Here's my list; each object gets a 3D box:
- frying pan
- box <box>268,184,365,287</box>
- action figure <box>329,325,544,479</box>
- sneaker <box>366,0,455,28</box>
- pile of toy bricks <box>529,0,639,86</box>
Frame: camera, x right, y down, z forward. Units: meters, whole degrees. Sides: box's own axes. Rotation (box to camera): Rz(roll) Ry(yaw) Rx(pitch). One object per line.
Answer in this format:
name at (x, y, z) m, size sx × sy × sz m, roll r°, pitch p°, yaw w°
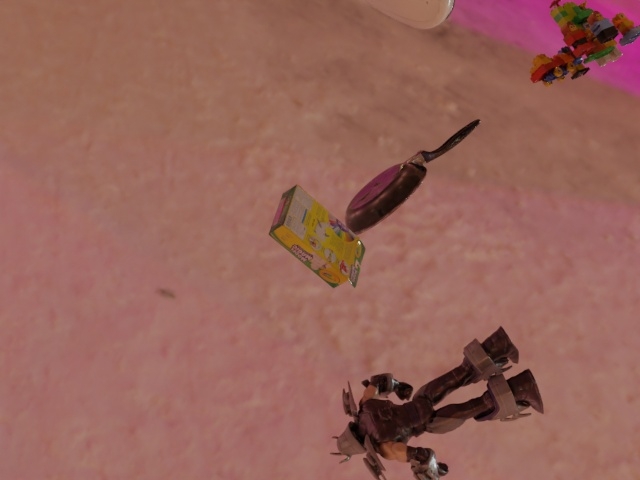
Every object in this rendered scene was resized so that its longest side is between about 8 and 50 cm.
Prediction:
frying pan at (0.168, -0.122, 2.131) m, size 0.053 × 0.326 × 0.197 m, roll 48°, pitch 14°, yaw -13°
box at (0.000, 0.000, 1.893) m, size 0.179 × 0.043 × 0.105 m, roll 39°, pitch 43°, yaw -22°
action figure at (0.144, 0.229, 1.492) m, size 0.099 × 0.285 × 0.185 m, roll 68°, pitch -1°, yaw -54°
sneaker at (0.032, -0.351, 1.316) m, size 0.297 × 0.111 × 0.129 m, roll 41°, pitch 28°, yaw -5°
pile of toy bricks at (0.374, -0.307, 1.634) m, size 0.212 × 0.118 × 0.105 m, roll -25°, pitch 75°, yaw -39°
